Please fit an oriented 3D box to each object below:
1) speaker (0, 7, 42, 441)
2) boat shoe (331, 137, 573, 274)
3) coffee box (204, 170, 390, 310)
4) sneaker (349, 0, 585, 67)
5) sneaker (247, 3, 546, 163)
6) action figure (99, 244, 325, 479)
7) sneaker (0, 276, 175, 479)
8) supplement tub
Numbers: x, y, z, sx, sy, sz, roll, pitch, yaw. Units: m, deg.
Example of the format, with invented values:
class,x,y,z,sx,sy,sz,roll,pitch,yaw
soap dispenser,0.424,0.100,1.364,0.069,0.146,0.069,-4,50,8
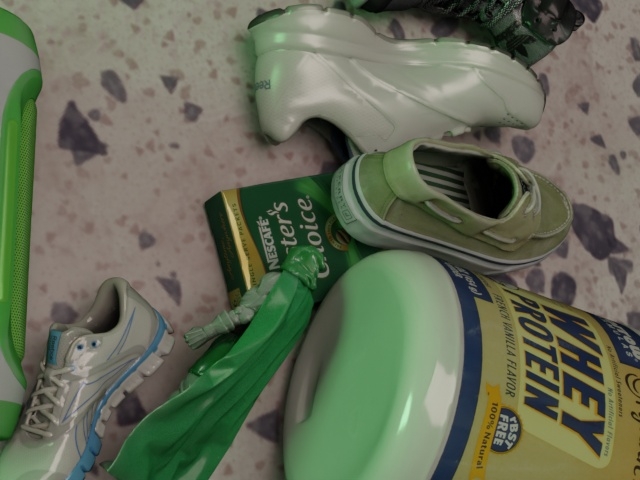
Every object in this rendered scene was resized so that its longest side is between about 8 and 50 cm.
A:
class,x,y,z,sx,sy,sz,roll,pitch,yaw
speaker,-0.261,-0.012,0.725,0.131,0.131,0.296,6,74,-26
boat shoe,0.145,-0.030,0.929,0.302,0.094,0.109,2,74,-44
coffee box,0.000,0.000,0.908,0.184,0.040,0.113,-10,82,-29
sneaker,0.157,-0.232,1.015,0.269,0.101,0.153,-25,86,-33
sneaker,0.070,-0.126,0.958,0.297,0.111,0.129,6,87,-20
action figure,-0.069,0.096,0.796,0.063,0.137,0.232,31,71,24
sneaker,-0.185,0.105,0.753,0.190,0.071,0.083,-60,142,-32
supplement tub,0.152,0.154,0.840,0.316,0.228,0.228,19,69,-22
